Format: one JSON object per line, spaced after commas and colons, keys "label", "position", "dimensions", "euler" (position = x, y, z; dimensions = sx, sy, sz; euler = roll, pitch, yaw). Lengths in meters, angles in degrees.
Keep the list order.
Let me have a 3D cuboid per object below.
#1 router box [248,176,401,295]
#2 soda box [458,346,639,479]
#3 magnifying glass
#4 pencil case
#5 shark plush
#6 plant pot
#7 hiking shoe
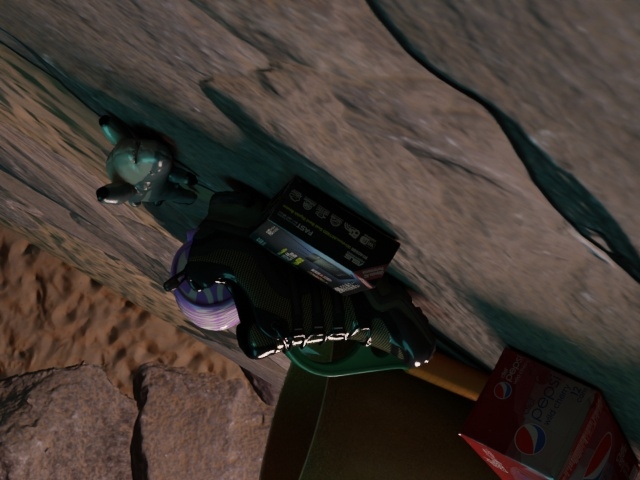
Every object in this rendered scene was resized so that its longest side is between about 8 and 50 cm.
{"label": "router box", "position": [0.000, 0.000, 0.945], "dimensions": [0.092, 0.038, 0.122], "euler": [32, 169, -5]}
{"label": "soda box", "position": [0.206, 0.184, 1.105], "dimensions": [0.092, 0.083, 0.263], "euler": [24, 167, 28]}
{"label": "magnifying glass", "position": [0.061, 0.097, 1.140], "dimensions": [0.231, 0.092, 0.026], "euler": [24, 173, -26]}
{"label": "pencil case", "position": [-0.119, 0.046, 1.378], "dimensions": [0.206, 0.086, 0.088], "euler": [107, 137, -77]}
{"label": "shark plush", "position": [-0.138, -0.047, 1.084], "dimensions": [0.067, 0.073, 0.161], "euler": [-3, 155, 12]}
{"label": "plant pot", "position": [0.090, 0.212, 1.278], "dimensions": [0.254, 0.237, 0.237], "euler": [16, 172, -10]}
{"label": "hiking shoe", "position": [-0.015, 0.058, 1.046], "dimensions": [0.227, 0.114, 0.086], "euler": [32, 170, -7]}
